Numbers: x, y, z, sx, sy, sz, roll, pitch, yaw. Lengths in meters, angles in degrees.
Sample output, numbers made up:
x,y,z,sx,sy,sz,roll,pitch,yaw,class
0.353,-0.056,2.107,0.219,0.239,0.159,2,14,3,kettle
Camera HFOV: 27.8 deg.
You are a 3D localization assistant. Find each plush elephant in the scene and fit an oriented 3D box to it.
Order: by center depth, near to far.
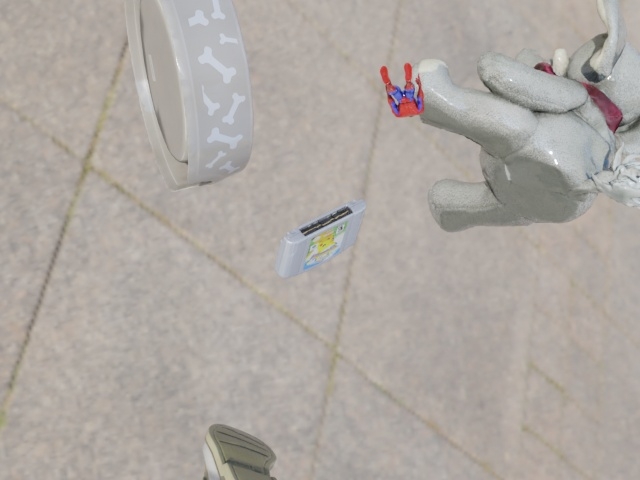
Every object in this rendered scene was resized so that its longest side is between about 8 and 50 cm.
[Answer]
x,y,z,sx,sy,sz,roll,pitch,yaw,class
0.297,-0.163,1.588,0.255,0.330,0.272,-57,142,-32,plush elephant

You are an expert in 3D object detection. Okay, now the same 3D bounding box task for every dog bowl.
x,y,z,sx,sy,sz,roll,pitch,yaw,class
-0.185,-0.238,1.806,0.102,0.349,0.349,-12,85,-16,dog bowl

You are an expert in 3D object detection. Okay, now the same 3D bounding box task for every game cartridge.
x,y,z,sx,sy,sz,roll,pitch,yaw,class
0.000,0.000,1.074,0.083,0.056,0.017,-27,65,-29,game cartridge

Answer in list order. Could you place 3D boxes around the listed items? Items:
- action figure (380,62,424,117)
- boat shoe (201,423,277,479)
x,y,z,sx,sy,sz,roll,pitch,yaw,class
0.085,-0.148,1.302,0.115,0.038,0.030,58,22,-70,action figure
-0.122,0.346,1.810,0.113,0.302,0.103,22,97,-10,boat shoe
